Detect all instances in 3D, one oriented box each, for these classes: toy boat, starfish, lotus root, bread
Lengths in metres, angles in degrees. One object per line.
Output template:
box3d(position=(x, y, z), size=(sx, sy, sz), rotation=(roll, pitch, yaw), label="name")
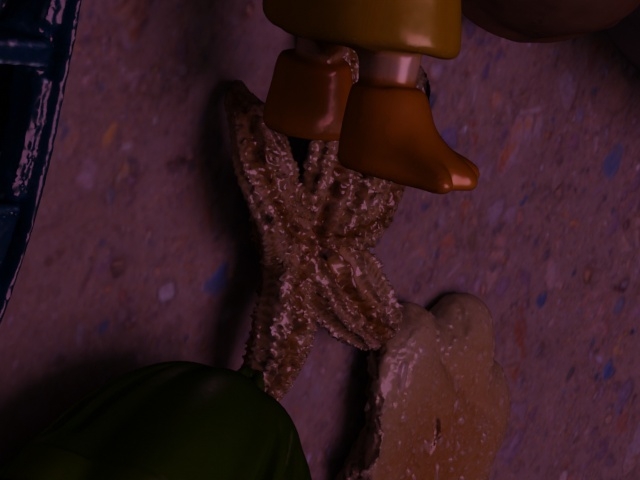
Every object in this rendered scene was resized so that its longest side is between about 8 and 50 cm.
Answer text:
box3d(position=(-0.161, -0.090, 0.821), size=(0.096, 0.061, 0.299), rotation=(-1, 109, -50), label="toy boat")
box3d(position=(0.001, 0.001, 1.069), size=(0.216, 0.071, 0.238), rotation=(23, 96, -48), label="starfish")
box3d(position=(-0.071, 0.127, 0.978), size=(0.186, 0.186, 0.186), rotation=(-26, 127, -41), label="lotus root")
box3d(position=(0.068, 0.157, 1.247), size=(0.182, 0.039, 0.251), rotation=(0, 107, -51), label="bread")

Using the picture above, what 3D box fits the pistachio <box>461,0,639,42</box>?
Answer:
box3d(position=(0.136, -0.222, 1.057), size=(0.212, 0.163, 0.260), rotation=(7, 128, -14), label="pistachio")

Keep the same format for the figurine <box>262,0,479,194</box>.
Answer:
box3d(position=(0.040, -0.203, 0.875), size=(0.187, 0.215, 0.344), rotation=(-10, 112, -44), label="figurine")

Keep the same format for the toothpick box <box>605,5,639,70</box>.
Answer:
box3d(position=(0.327, -0.150, 1.287), size=(0.316, 0.229, 0.229), rotation=(27, 86, -55), label="toothpick box")
